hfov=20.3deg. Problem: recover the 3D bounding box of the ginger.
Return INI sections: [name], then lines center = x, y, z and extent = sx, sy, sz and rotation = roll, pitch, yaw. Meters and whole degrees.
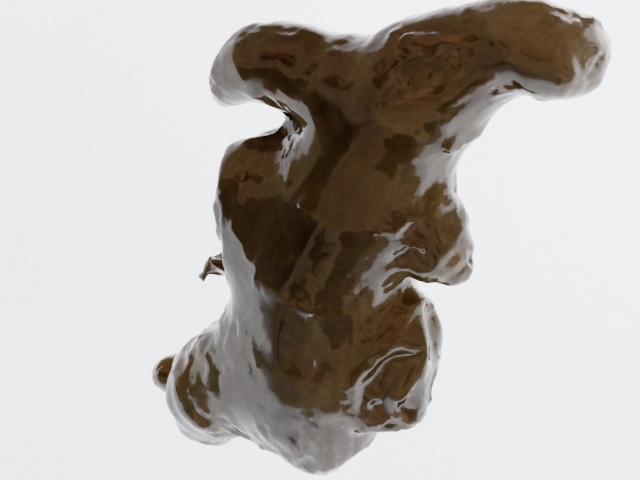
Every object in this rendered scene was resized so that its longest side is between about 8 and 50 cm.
[ginger]
center = 0.000, 0.002, 0.839
extent = 0.166, 0.080, 0.333
rotation = 31, -48, 11
